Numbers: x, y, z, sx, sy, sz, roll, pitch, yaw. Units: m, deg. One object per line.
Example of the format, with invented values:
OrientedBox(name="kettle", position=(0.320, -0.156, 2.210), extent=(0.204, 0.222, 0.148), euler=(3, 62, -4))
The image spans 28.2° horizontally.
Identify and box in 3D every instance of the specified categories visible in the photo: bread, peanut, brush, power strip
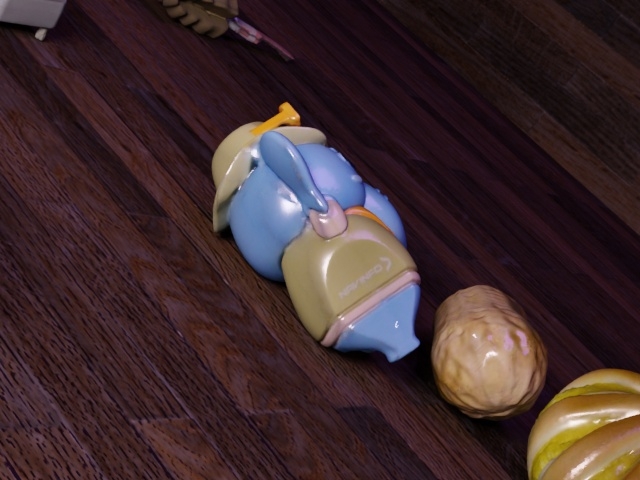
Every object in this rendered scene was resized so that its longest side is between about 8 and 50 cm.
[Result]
OrientedBox(name="bread", position=(0.341, 0.249, 1.152), extent=(0.333, 0.160, 0.333), euler=(31, 20, -13))
OrientedBox(name="peanut", position=(0.165, 0.110, 1.266), extent=(0.120, 0.110, 0.236), euler=(32, 10, 0))
OrientedBox(name="brush", position=(-0.130, -0.317, 1.823), extent=(0.301, 0.071, 0.084), euler=(21, 20, -52))
OrientedBox(name="power strip", position=(-0.383, -0.302, 1.352), extent=(0.145, 0.061, 0.216), euler=(1, 39, -50))

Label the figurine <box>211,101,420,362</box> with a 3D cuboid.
OrientedBox(name="figurine", position=(-0.003, 0.002, 1.195), extent=(0.262, 0.154, 0.180), euler=(56, 11, 3))
